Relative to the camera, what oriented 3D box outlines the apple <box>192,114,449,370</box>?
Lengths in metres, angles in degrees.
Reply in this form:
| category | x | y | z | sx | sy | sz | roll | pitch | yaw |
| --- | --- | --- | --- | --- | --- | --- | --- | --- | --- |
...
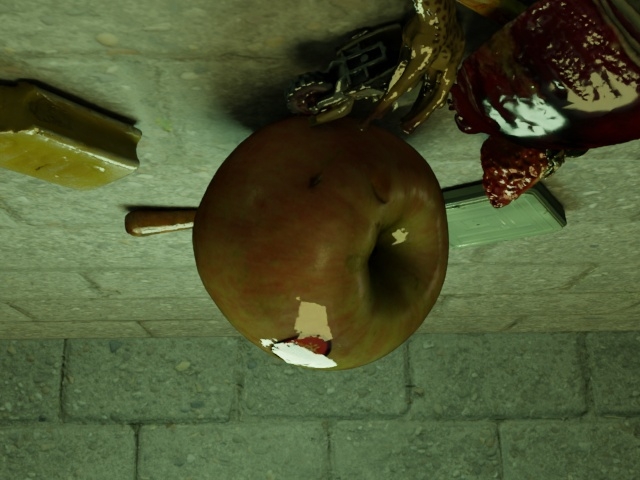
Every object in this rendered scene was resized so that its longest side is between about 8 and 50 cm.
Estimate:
| category | x | y | z | sx | sy | sz | roll | pitch | yaw |
| --- | --- | --- | --- | --- | --- | --- | --- | --- | --- |
| apple | 0.000 | 0.000 | 1.112 | 0.392 | 0.391 | 0.347 | 16 | 179 | -43 |

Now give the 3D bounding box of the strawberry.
| category | x | y | z | sx | sy | sz | roll | pitch | yaw |
| --- | --- | --- | --- | --- | --- | --- | --- | --- | --- |
| strawberry | 0.310 | -0.132 | 1.165 | 0.175 | 0.106 | 0.236 | -34 | 176 | -23 |

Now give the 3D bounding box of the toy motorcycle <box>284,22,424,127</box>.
| category | x | y | z | sx | sy | sz | roll | pitch | yaw |
| --- | --- | --- | --- | --- | --- | --- | --- | --- | --- |
| toy motorcycle | 0.074 | -0.196 | 0.922 | 0.229 | 0.094 | 0.130 | -21 | 155 | 17 |

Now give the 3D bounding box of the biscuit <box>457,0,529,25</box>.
| category | x | y | z | sx | sy | sz | roll | pitch | yaw |
| --- | --- | --- | --- | --- | --- | --- | --- | --- | --- |
| biscuit | 0.118 | -0.278 | 0.763 | 0.292 | 0.026 | 0.048 | 16 | 163 | -30 |

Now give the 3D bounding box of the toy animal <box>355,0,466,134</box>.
| category | x | y | z | sx | sy | sz | roll | pitch | yaw |
| --- | --- | --- | --- | --- | --- | --- | --- | --- | --- |
| toy animal | 0.102 | -0.215 | 0.772 | 0.149 | 0.054 | 0.275 | -23 | 148 | -23 |

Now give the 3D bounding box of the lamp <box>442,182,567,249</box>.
| category | x | y | z | sx | sy | sz | roll | pitch | yaw |
| --- | --- | --- | --- | --- | --- | --- | --- | --- | --- |
| lamp | 0.331 | -0.051 | 1.489 | 0.269 | 0.047 | 0.266 | -12 | 158 | 29 |

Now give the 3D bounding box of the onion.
| category | x | y | z | sx | sy | sz | roll | pitch | yaw |
| --- | --- | --- | --- | --- | --- | --- | --- | --- | --- |
| onion | 0.315 | -0.167 | 0.874 | 0.315 | 0.146 | 0.280 | -5 | 158 | -31 |

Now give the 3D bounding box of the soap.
| category | x | y | z | sx | sy | sz | roll | pitch | yaw |
| --- | --- | --- | --- | --- | --- | --- | --- | --- | --- |
| soap | -0.409 | -0.151 | 1.066 | 0.160 | 0.080 | 0.258 | -16 | 158 | 37 |

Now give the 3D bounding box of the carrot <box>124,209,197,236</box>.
| category | x | y | z | sx | sy | sz | roll | pitch | yaw |
| --- | --- | --- | --- | --- | --- | --- | --- | --- | --- |
| carrot | -0.310 | -0.040 | 1.483 | 0.162 | 0.055 | 0.055 | -6 | 163 | -8 |
